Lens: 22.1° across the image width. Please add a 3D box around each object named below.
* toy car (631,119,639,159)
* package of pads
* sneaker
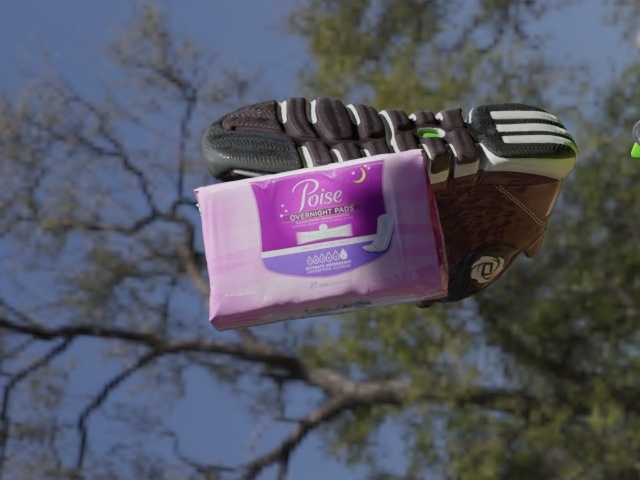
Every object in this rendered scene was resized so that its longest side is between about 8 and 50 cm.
[{"bbox_3d":[0.277,-0.141,1.104,0.239,0.053,0.225,-35,-29,-50],"label":"toy car"},{"bbox_3d":[0.000,0.000,0.558,0.032,0.083,0.050,44,-143,-76],"label":"package of pads"},{"bbox_3d":[0.048,-0.016,1.242,0.106,0.281,0.163,-98,11,-55],"label":"sneaker"}]
